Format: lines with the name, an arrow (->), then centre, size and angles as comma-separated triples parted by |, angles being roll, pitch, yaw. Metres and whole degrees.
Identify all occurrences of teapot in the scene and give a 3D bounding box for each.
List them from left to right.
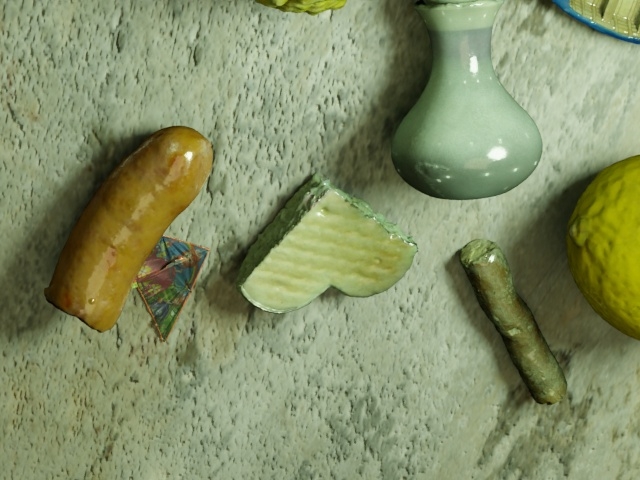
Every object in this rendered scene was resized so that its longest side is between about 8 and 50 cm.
teapot -> 0.169, -0.180, 1.896 | 0.184, 0.183, 0.250 | -6, 106, -10

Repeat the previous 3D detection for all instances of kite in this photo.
kite -> -0.211, 0.043, 1.997 | 0.159, 0.010, 0.190 | -25, 117, 0

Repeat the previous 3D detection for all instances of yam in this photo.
yam -> 0.255, 0.108, 2.110 | 0.061, 0.061, 0.253 | -29, 117, 2

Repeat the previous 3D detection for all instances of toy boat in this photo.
toy boat -> 0.366, -0.285, 1.954 | 0.229, 0.046, 0.080 | 10, 113, -17

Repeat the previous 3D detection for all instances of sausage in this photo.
sausage -> -0.224, -0.022, 1.906 | 0.109, 0.109, 0.270 | 32, 100, -24

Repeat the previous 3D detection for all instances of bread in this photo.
bread -> 0.000, 0.000, 1.995 | 0.232, 0.064, 0.172 | -13, 117, -9

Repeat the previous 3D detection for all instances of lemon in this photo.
lemon -> 0.439, 0.011, 2.003 | 0.267, 0.267, 0.267 | -5, 116, -11

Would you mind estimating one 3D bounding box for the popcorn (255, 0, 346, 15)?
popcorn -> 0.000, -0.374, 1.749 | 0.237, 0.206, 0.251 | -11, 86, 7
